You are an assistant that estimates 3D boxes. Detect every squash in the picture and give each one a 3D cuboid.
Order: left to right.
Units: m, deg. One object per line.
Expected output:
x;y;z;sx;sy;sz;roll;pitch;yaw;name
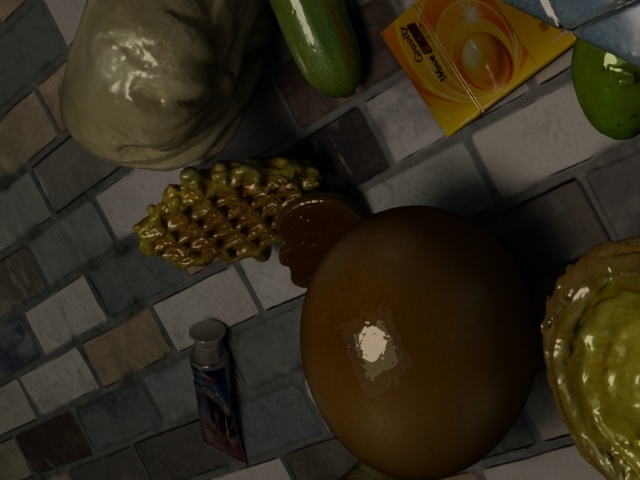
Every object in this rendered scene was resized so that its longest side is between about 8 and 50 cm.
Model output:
-0.002;-0.260;1.814;0.095;0.095;0.188;-8;108;49;squash

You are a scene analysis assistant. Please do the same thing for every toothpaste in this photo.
-0.164;0.246;2.322;0.096;0.061;0.266;25;134;35;toothpaste

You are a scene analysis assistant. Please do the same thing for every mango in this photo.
0.315;-0.172;1.512;0.119;0.100;0.178;28;144;21;mango

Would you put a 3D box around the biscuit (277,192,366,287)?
0.000;0.000;1.971;0.124;0.026;0.175;12;136;-1;biscuit

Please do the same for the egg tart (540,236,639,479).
0.398;0.142;1.580;0.345;0.132;0.345;25;129;35;egg tart

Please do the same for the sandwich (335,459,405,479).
0.097;0.436;2.115;0.251;0.087;0.226;51;141;9;sandwich

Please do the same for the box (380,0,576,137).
0.190;-0.240;1.653;0.269;0.043;0.152;-35;84;50;box

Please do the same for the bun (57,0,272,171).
-0.178;-0.241;1.858;0.211;0.359;0.359;24;133;4;bun

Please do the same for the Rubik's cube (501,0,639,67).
0.303;-0.306;1.366;0.205;0.207;0.205;34;135;31;Rubik's cube

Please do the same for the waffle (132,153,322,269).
-0.121;-0.032;1.968;0.243;0.238;0.058;-53;49;44;waffle

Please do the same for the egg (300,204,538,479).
0.117;0.124;1.757;0.283;0.283;0.351;23;129;38;egg
